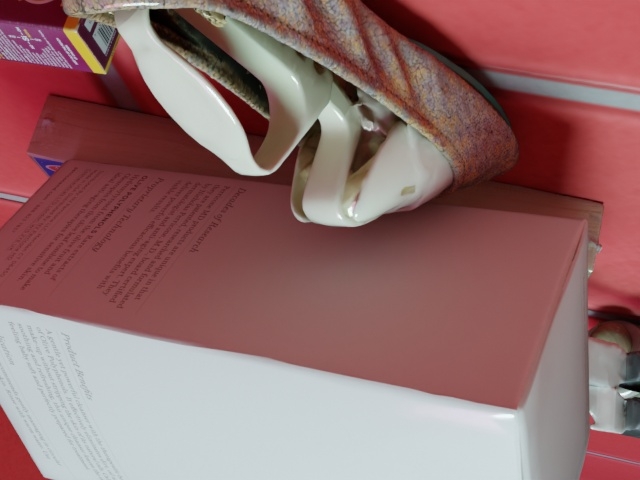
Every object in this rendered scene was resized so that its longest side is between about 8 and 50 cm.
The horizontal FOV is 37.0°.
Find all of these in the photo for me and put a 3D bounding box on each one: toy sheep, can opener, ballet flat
[{"bbox_3d":[0.280,0.117,0.865,0.091,0.091,0.132,-1,139,40],"label":"toy sheep"},{"bbox_3d":[0.256,0.127,0.784,0.280,0.074,0.093,14,161,-16],"label":"can opener"},{"bbox_3d":[-0.005,-0.069,0.481,0.107,0.106,0.316,-2,156,43],"label":"ballet flat"}]

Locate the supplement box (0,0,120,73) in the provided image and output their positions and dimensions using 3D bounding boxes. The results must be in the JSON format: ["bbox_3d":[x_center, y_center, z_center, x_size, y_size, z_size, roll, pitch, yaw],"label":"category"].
[{"bbox_3d":[-0.149,-0.126,0.508,0.083,0.055,0.043,9,160,14],"label":"supplement box"}]

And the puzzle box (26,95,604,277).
[{"bbox_3d":[0.000,0.000,0.782,0.409,0.052,0.272,12,162,9],"label":"puzzle box"}]

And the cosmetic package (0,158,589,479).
[{"bbox_3d":[-0.027,0.081,0.604,0.365,0.155,0.197,8,133,23],"label":"cosmetic package"}]
